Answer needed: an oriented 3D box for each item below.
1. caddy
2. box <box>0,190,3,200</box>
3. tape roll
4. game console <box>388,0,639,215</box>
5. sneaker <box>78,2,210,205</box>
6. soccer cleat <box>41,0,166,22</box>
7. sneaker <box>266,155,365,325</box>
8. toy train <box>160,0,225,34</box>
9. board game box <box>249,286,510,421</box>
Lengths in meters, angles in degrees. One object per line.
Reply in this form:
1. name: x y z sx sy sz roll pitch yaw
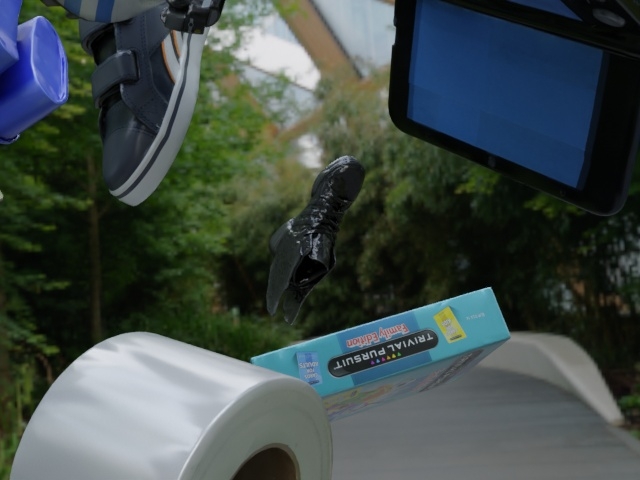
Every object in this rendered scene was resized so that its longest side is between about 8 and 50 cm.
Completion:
1. caddy: -0.598 -0.328 1.700 0.179 0.341 0.241 -27 -48 9
2. box: -0.337 -0.068 0.499 0.213 0.243 0.117 -27 7 19
3. tape roll: -0.122 0.216 0.816 0.169 0.246 0.246 11 5 32
4. game console: 0.133 -0.167 0.832 0.293 0.173 0.250 28 9 38
5. sneaker: -0.190 -0.195 0.953 0.127 0.321 0.126 26 -31 -30
6. soccer cleat: -0.205 -0.248 0.705 0.143 0.116 0.331 -8 -1 19
7. sneaker: -0.002 -0.001 0.969 0.051 0.170 0.089 30 20 -33
8. toy train: -0.057 -0.186 0.547 0.036 0.158 0.027 17 -25 -9
9. board game box: 0.062 0.182 1.295 0.335 0.079 0.254 -15 -18 -15
